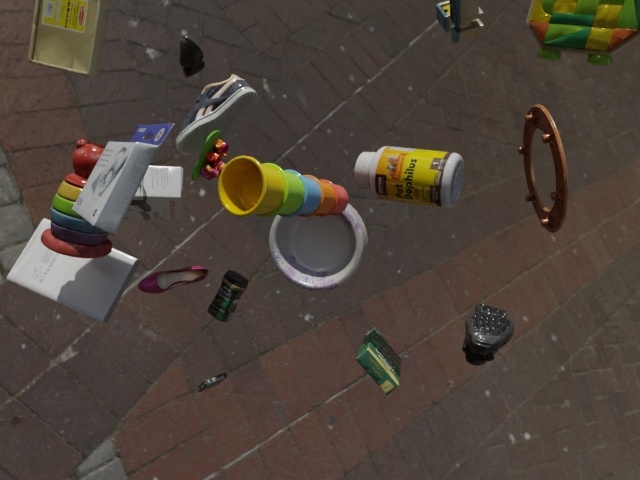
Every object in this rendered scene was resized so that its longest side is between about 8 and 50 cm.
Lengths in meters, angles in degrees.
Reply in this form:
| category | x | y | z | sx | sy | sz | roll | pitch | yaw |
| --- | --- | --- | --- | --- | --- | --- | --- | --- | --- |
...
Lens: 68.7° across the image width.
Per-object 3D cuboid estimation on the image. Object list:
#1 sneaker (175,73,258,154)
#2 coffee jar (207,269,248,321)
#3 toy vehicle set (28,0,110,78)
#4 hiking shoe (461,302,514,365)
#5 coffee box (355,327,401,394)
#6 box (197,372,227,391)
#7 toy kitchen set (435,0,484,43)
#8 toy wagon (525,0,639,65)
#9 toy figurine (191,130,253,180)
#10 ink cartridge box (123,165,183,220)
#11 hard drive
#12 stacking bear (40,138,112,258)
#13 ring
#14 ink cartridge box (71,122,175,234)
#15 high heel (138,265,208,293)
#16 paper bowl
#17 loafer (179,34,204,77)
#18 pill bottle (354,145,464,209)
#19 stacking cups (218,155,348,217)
| category | x | y | z | sx | sy | sz | roll | pitch | yaw |
| --- | --- | --- | --- | --- | --- | --- | --- | --- | --- |
| sneaker | -0.365 | -0.424 | 1.572 | 0.321 | 0.126 | 0.127 | -37 | 69 | 1 |
| coffee jar | -0.346 | 0.207 | 1.760 | 0.184 | 0.096 | 0.079 | -64 | 154 | 6 |
| toy vehicle set | -0.594 | -0.539 | 1.115 | 0.166 | 0.035 | 0.266 | 16 | 100 | 6 |
| hiking shoe | 0.319 | 0.196 | 0.901 | 0.227 | 0.086 | 0.114 | -7 | 108 | -66 |
| coffee box | 0.146 | 0.288 | 1.137 | 0.113 | 0.040 | 0.184 | 50 | 13 | 5 |
| box | -0.369 | 0.484 | 1.597 | 0.083 | 0.067 | 0.018 | -10 | 62 | -48 |
| toy kitchen set | 0.289 | -0.575 | 1.079 | 0.122 | 0.207 | 0.166 | -15 | 48 | 6 |
| toy wagon | 0.684 | -0.560 | 1.111 | 0.068 | 0.344 | 0.267 | -16 | 122 | -52 |
| toy figurine | -0.273 | -0.221 | 1.399 | 0.159 | 0.130 | 0.173 | 25 | 70 | 6 |
| ink cartridge box | -0.651 | -0.167 | 1.673 | 0.308 | 0.223 | 0.129 | 0 | 70 | -16 |
| hard drive | -0.717 | 0.086 | 1.365 | 0.308 | 0.040 | 0.203 | 23 | 76 | 3 |
| stacking bear | -0.606 | -0.114 | 1.220 | 0.175 | 0.164 | 0.289 | 13 | 101 | -27 |
| ring | 0.576 | -0.185 | 1.233 | 0.032 | 0.336 | 0.336 | -10 | 73 | 11 |
| ink cartridge box | -0.379 | -0.133 | 0.878 | 0.045 | 0.223 | 0.224 | 31 | 80 | -37 |
| high heel | -0.537 | 0.141 | 1.724 | 0.244 | 0.117 | 0.082 | -3 | 76 | -40 |
| paper bowl | 0.000 | 0.000 | 1.412 | 0.284 | 0.284 | 0.148 | 58 | 19 | -1 |
| loafer | -0.368 | -0.512 | 1.317 | 0.062 | 0.170 | 0.061 | 37 | 82 | 1 |
| pill bottle | 0.186 | -0.138 | 1.000 | 0.117 | 0.215 | 0.117 | -30 | 126 | -53 |
| stacking cups | -0.050 | -0.081 | 0.851 | 0.316 | 0.096 | 0.096 | 1 | 69 | -63 |
